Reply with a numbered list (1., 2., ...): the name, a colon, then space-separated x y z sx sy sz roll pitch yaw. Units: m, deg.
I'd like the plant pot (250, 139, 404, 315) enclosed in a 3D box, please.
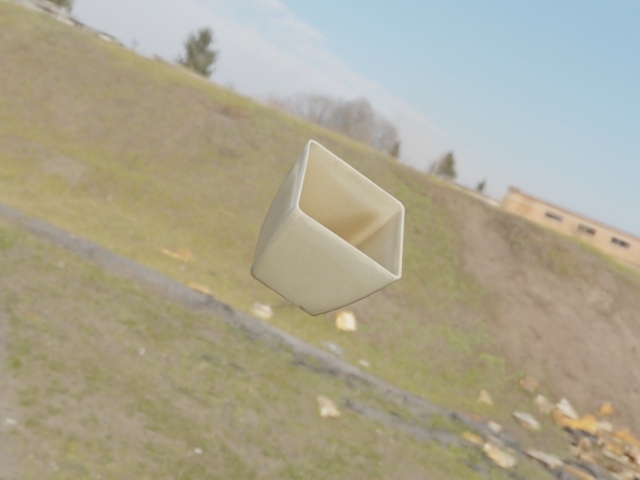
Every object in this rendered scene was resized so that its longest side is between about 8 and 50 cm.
1. plant pot: 0.000 0.000 0.866 0.109 0.096 0.109 34 34 -18
